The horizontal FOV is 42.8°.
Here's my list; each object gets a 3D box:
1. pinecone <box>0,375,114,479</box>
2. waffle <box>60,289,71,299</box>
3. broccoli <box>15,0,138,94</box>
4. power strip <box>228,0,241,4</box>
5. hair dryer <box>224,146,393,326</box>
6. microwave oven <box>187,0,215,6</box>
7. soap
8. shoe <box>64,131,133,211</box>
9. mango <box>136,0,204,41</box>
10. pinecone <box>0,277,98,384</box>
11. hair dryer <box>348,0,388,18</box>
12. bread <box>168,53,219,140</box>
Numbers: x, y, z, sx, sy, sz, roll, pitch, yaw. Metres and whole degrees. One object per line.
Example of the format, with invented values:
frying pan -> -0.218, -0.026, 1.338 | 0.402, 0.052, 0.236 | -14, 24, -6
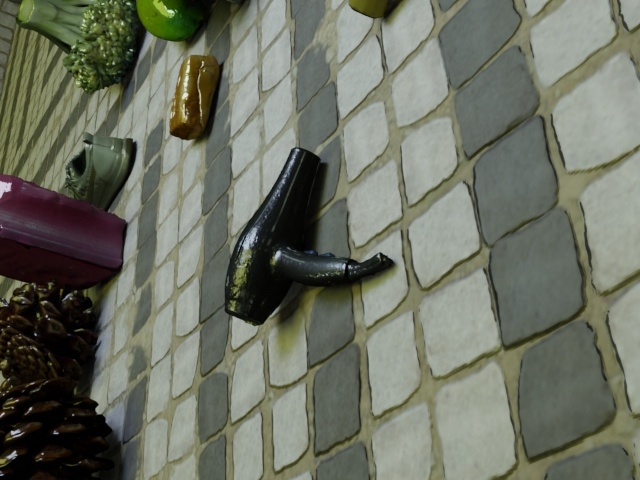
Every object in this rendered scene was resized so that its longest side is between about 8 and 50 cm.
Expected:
pinecone -> -0.400, 0.314, 1.159 | 0.224, 0.224, 0.272 | -50, 56, 35
waffle -> -0.558, 0.153, 1.674 | 0.262, 0.060, 0.280 | -56, 35, 22
broccoli -> -0.510, -0.431, 1.703 | 0.247, 0.243, 0.263 | -3, 77, 45
power strip -> -0.137, -0.405, 1.255 | 0.175, 0.042, 0.075 | 42, 112, 57
hair dryer -> 0.000, 0.000, 0.810 | 0.219, 0.075, 0.195 | 7, 72, 50
microwave oven -> -0.247, -0.465, 1.221 | 0.247, 0.178, 0.188 | 31, 107, 49
soap -> -0.522, -0.015, 1.427 | 0.220, 0.325, 0.127 | -27, 48, 49
shoe -> -0.455, -0.115, 1.598 | 0.275, 0.098, 0.103 | -48, 34, 39
mango -> -0.259, -0.407, 1.412 | 0.119, 0.100, 0.178 | -60, 39, 18
pinecone -> -0.476, 0.159, 1.406 | 0.208, 0.208, 0.207 | -35, 46, 48
hair dryer -> 0.093, -0.345, 0.778 | 0.090, 0.135, 0.278 | -108, 27, -46
bread -> -0.193, -0.218, 1.244 | 0.074, 0.053, 0.132 | -24, 55, 58
